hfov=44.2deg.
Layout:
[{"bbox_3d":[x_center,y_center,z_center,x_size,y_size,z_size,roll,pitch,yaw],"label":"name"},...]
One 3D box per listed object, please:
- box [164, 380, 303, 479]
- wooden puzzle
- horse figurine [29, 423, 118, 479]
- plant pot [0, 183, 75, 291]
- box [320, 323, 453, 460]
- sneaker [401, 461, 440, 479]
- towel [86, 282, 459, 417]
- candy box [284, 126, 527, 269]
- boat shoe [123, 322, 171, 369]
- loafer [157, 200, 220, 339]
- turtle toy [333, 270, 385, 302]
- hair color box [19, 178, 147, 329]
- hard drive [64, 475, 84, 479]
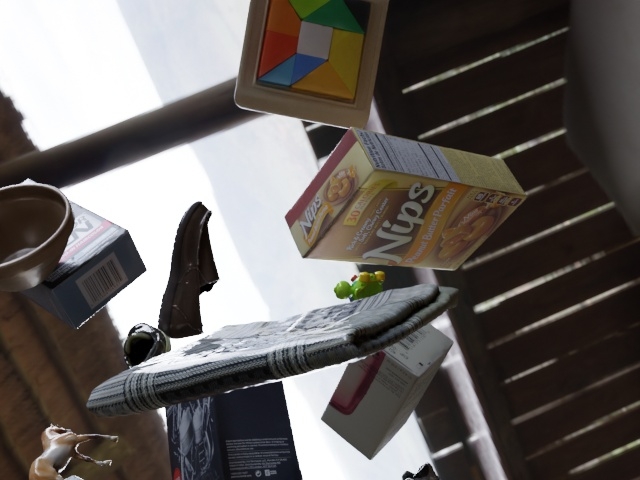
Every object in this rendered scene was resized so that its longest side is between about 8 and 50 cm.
[{"bbox_3d":[-0.210,0.449,1.767,0.343,0.179,0.312,-54,40,46],"label":"box"},{"bbox_3d":[-0.010,-0.310,1.246,0.044,0.221,0.239,-145,64,-76],"label":"wooden puzzle"},{"bbox_3d":[-0.549,0.483,1.685,0.263,0.174,0.066,-77,-2,-61],"label":"horse figurine"},{"bbox_3d":[-0.542,0.012,1.393,0.237,0.237,0.110,-116,12,-47],"label":"plant pot"},{"bbox_3d":[0.119,0.257,1.443,0.127,0.148,0.232,36,125,18],"label":"box"},{"bbox_3d":[0.222,0.472,1.422,0.228,0.086,0.132,1,121,54],"label":"sneaker"},{"bbox_3d":[-0.035,0.105,0.860,0.324,0.312,0.056,-10,-96,-64],"label":"towel"},{"bbox_3d":[0.128,-0.050,1.147,0.183,0.316,0.087,-52,49,35],"label":"candy box"},{"bbox_3d":[-0.315,0.194,1.413,0.073,0.080,0.223,58,174,-28],"label":"boat shoe"},{"bbox_3d":[-0.314,0.081,1.989,0.134,0.130,0.366,115,165,-74],"label":"loafer"},{"bbox_3d":[0.091,0.115,1.819,0.066,0.130,0.095,14,100,50],"label":"turtle toy"},{"bbox_3d":[-0.544,0.016,1.584,0.374,0.185,0.114,22,142,37],"label":"hair color box"},{"bbox_3d":[-0.673,0.688,2.156,0.135,0.094,0.022,8,106,38],"label":"hard drive"}]
